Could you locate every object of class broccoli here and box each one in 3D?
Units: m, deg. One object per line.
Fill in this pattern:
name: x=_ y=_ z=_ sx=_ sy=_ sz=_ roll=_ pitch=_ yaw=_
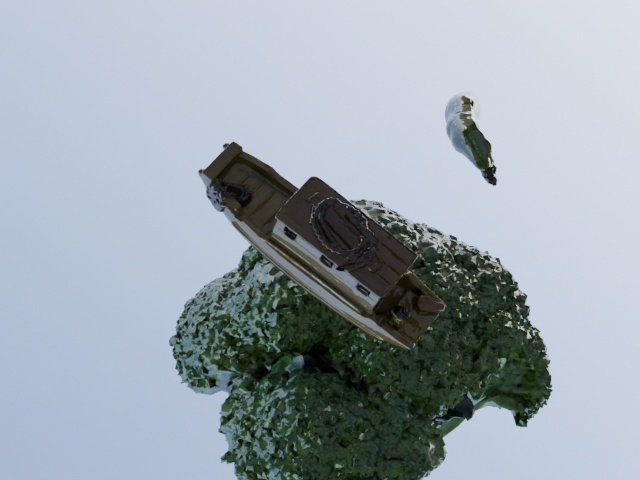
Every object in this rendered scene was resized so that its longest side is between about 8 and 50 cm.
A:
broccoli: x=0.045 y=0.110 z=1.080 sx=0.321 sy=0.413 sz=0.310 roll=-36 pitch=-71 yaw=2

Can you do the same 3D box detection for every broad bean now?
broad bean: x=0.167 y=-0.130 z=1.247 sx=0.046 sy=0.195 sz=0.061 roll=-27 pitch=-59 yaw=14

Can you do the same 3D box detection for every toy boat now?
toy boat: x=0.000 y=0.000 z=0.782 sx=0.200 sy=0.077 sz=0.057 roll=37 pitch=-115 yaw=8
